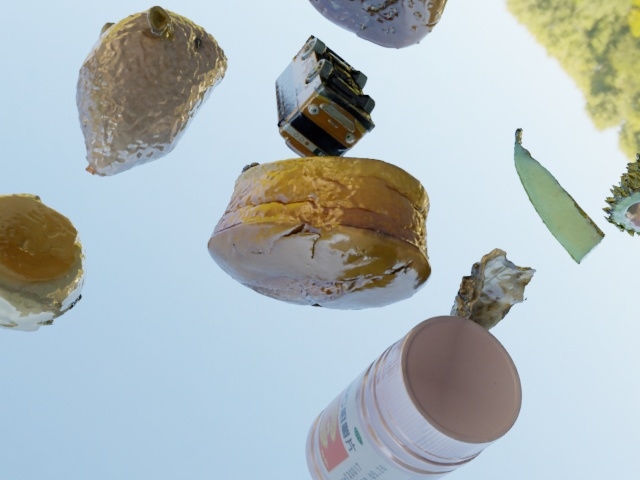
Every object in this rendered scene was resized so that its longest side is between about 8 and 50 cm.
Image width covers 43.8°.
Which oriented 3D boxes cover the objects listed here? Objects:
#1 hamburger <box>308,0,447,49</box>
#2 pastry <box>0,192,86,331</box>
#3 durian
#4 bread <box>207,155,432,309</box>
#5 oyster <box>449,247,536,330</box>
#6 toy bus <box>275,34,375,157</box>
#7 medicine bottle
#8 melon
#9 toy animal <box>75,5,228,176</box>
[{"bbox_3d":[0.077,-0.415,1.157,0.286,0.243,0.146,50,-127,-23],"label":"hamburger"},{"bbox_3d":[-0.522,0.036,1.369,0.265,0.133,0.265,23,-146,-17],"label":"pastry"},{"bbox_3d":[0.421,-0.060,0.955,0.221,0.137,0.095,24,-114,-38],"label":"durian"},{"bbox_3d":[0.000,0.000,0.910,0.195,0.270,0.142,44,-130,-47],"label":"bread"},{"bbox_3d":[0.179,0.074,0.905,0.103,0.148,0.051,15,-161,-44],"label":"oyster"},{"bbox_3d":[-0.001,-0.185,1.063,0.098,0.114,0.201,35,-157,-23],"label":"toy bus"},{"bbox_3d":[0.084,0.183,0.802,0.133,0.249,0.133,11,-123,-18],"label":"medicine bottle"},{"bbox_3d":[0.369,-0.067,1.255,0.262,0.053,0.114,51,174,-14],"label":"melon"},{"bbox_3d":[-0.321,-0.271,1.413,0.226,0.188,0.358,53,-127,-41],"label":"toy animal"}]
